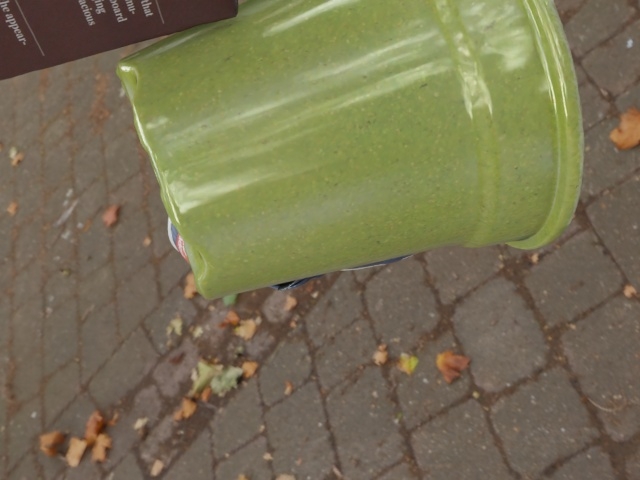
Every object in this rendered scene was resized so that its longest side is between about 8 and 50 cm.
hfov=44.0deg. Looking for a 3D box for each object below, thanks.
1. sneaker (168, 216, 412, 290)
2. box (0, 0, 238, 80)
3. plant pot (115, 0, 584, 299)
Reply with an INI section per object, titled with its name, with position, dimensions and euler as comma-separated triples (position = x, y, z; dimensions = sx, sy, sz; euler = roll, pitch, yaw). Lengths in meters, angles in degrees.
[sneaker]
position = 0.000, 0.000, 0.946
dimensions = 0.148, 0.350, 0.131
euler = -128, 37, -64
[box]
position = -0.175, -0.219, 0.464
dimensions = 0.203, 0.167, 0.168
euler = -18, 57, -6
[plant pot]
position = 0.002, -0.083, 0.577
dimensions = 0.254, 0.276, 0.276
euler = -19, 41, -9
